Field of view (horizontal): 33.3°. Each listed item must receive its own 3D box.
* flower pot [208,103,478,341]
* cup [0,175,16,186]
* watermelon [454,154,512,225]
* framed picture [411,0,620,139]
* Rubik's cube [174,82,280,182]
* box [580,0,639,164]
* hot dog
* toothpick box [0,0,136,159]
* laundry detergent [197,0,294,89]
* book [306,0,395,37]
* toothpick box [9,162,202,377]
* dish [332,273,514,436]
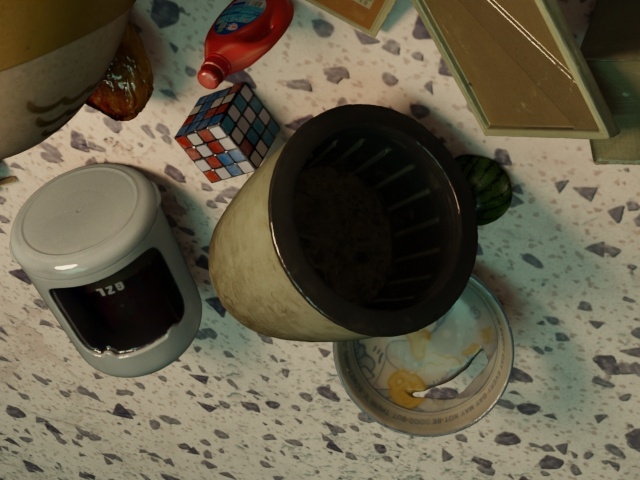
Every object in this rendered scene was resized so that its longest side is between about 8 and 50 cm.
[{"bbox_3d":[0.000,0.000,1.447,0.293,0.294,0.330,38,155,-16],"label":"flower pot"},{"bbox_3d":[-0.585,-0.107,1.815,0.099,0.074,0.102,-18,125,42],"label":"cup"},{"bbox_3d":[0.202,-0.060,1.440,0.105,0.062,0.105,18,135,19],"label":"watermelon"},{"bbox_3d":[0.171,-0.245,1.134,0.324,0.020,0.240,57,163,-18],"label":"framed picture"},{"bbox_3d":[-0.129,-0.150,1.495,0.092,0.092,0.092,-13,129,38],"label":"Rubik's cube"},{"bbox_3d":[0.404,-0.176,1.119,0.231,0.149,0.155,5,137,27],"label":"box"},{"bbox_3d":[-0.330,-0.255,1.478,0.227,0.099,0.160,29,142,-3],"label":"hot dog"},{"bbox_3d":[-0.402,-0.331,1.186,0.409,0.409,0.425,30,130,-6],"label":"toothpick box"},{"bbox_3d":[-0.098,-0.242,1.308,0.097,0.165,0.049,5,136,25],"label":"laundry detergent"},{"bbox_3d":[-0.020,-0.332,1.237,0.241,0.018,0.170,29,161,-3],"label":"book"},{"bbox_3d":[-0.333,0.065,1.764,0.263,0.263,0.355,6,139,23],"label":"toothpick box"},{"bbox_3d":[0.165,0.152,1.650,0.273,0.134,0.273,2,99,14],"label":"dish"}]
